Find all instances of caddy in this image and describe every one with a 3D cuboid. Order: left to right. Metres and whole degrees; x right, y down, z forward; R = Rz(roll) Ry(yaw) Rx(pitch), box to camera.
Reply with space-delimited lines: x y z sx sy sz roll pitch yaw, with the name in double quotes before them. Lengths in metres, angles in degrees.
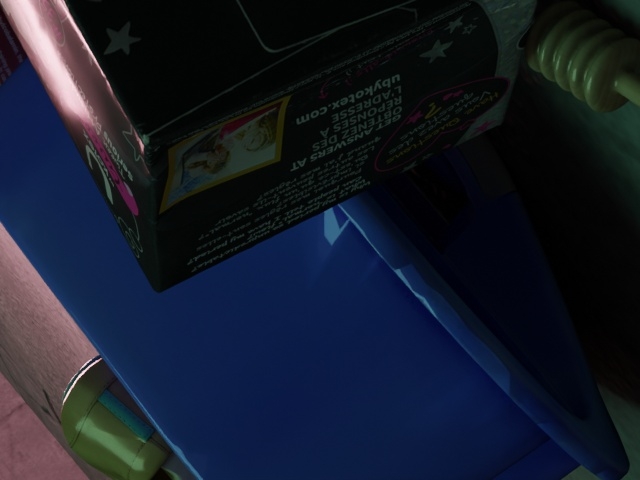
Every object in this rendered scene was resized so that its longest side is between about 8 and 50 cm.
"caddy" 0.000 0.000 0.905 0.341 0.179 0.241 50 -174 19

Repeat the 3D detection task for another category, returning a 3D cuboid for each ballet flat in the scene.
"ballet flat" -0.047 0.121 0.982 0.073 0.080 0.232 34 180 34

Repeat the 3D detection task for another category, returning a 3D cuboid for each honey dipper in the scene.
"honey dipper" 0.135 -0.038 0.686 0.160 0.030 0.030 38 157 38

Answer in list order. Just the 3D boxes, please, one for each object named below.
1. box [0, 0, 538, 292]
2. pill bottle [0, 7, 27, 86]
"box" -0.048 -0.137 0.736 0.247 0.163 0.142 60 166 18
"pill bottle" -0.180 -0.133 1.080 0.121 0.221 0.121 50 164 21
